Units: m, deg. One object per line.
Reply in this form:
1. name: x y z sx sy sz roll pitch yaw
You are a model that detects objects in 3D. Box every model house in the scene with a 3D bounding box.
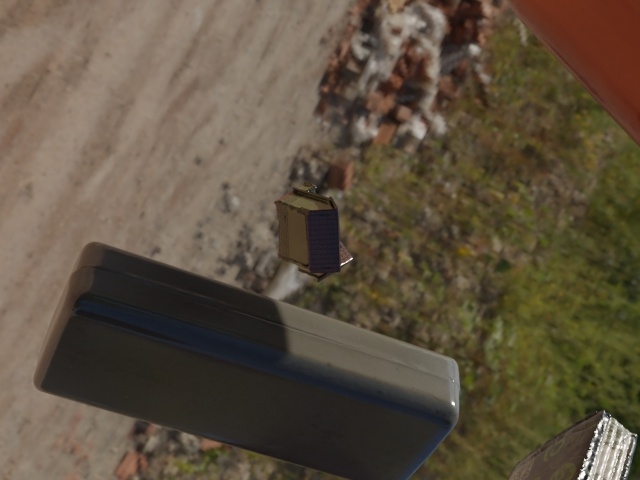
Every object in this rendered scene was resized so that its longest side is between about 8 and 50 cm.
1. model house: 0.000 0.000 0.949 0.057 0.058 0.083 -32 128 -45

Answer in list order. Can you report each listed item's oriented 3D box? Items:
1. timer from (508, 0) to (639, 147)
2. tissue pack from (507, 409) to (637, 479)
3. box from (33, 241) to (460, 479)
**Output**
1. timer: 0.254 -0.100 0.564 0.250 0.257 0.161 8 128 -43
2. tissue pack: 0.239 0.304 1.207 0.173 0.073 0.235 -47 -175 44
3. box: -0.042 0.080 0.688 0.055 0.243 0.103 -85 -160 -44
